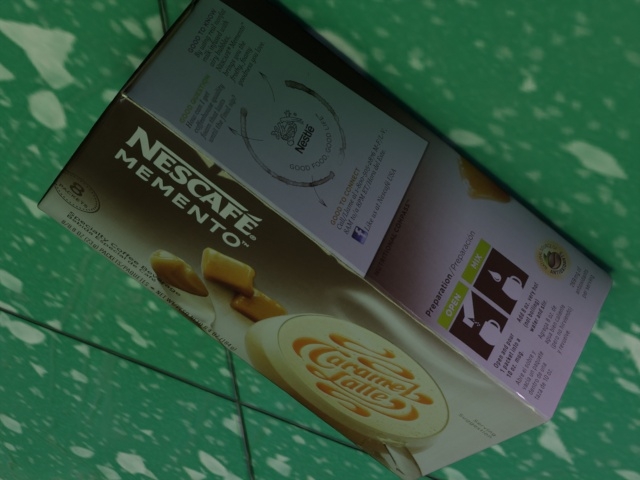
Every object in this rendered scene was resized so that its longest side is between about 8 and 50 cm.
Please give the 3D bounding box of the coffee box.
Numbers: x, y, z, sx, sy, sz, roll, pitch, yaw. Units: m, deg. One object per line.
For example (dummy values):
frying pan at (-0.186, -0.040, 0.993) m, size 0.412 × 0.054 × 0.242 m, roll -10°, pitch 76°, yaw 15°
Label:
coffee box at (0.000, 0.000, 0.728) m, size 0.246 × 0.098 × 0.141 m, roll 38°, pitch 146°, yaw -10°
